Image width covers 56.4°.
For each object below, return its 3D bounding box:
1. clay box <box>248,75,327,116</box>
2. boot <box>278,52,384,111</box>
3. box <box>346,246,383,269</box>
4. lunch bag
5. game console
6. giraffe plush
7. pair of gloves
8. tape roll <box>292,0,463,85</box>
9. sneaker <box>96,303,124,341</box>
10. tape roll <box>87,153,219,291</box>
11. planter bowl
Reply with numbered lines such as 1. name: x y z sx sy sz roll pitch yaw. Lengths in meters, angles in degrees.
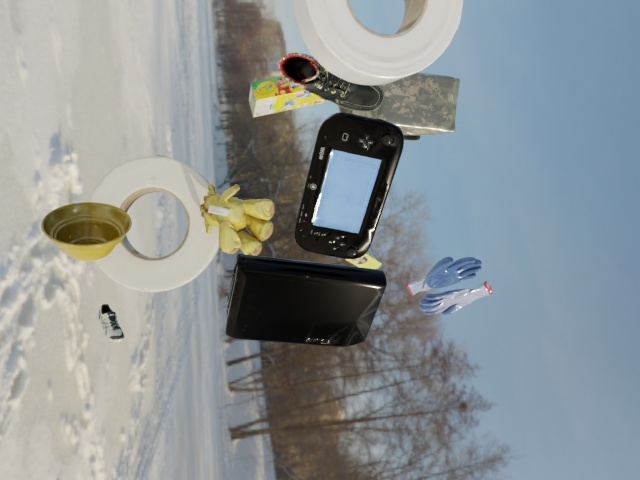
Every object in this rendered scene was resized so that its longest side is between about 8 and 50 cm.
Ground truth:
1. clay box: -0.064 -0.371 1.490 0.127 0.222 0.053 145 -71 -78
2. boot: 0.023 -0.348 1.323 0.178 0.236 0.085 -55 168 -74
3. box: 0.123 0.040 1.921 0.087 0.058 0.232 56 13 27
4. lunch bag: 0.196 -0.358 1.604 0.287 0.235 0.169 -156 -110 -72
5. game console: 0.000 0.000 0.794 0.044 0.213 0.361 -104 -155 -54
6. giraffe plush: -0.250 -0.065 1.608 0.170 0.210 0.181 20 -101 52
7. pair of gloves: 0.263 0.094 1.223 0.198 0.159 0.023 51 22 -48
8. tape roll: 0.097 -0.418 1.034 0.100 0.286 0.286 -152 -121 -74
9. sneaker: -0.374 0.146 1.062 0.083 0.032 0.037 40 -60 32
10. tape roll: -0.474 -0.048 1.714 0.072 0.391 0.392 156 -69 -87
11. planter bowl: -0.602 -0.009 1.548 0.217 0.217 0.090 -106 -158 -56
